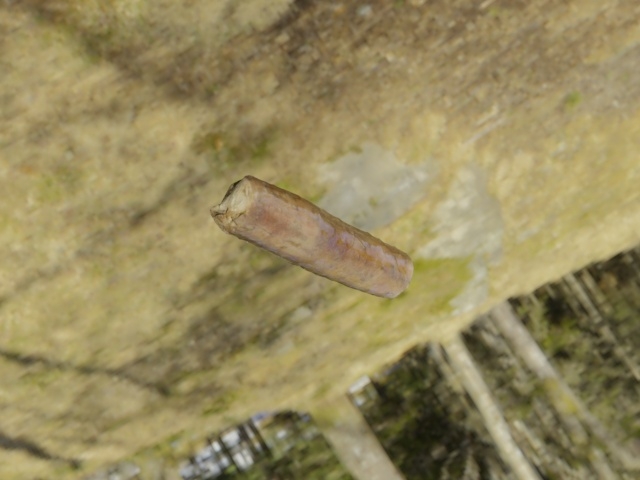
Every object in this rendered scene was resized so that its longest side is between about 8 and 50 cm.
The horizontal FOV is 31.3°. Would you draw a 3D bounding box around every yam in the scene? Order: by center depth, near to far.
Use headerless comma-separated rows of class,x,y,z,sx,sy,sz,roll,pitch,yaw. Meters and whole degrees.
yam,0.000,0.000,0.910,0.057,0.057,0.241,-37,148,21
